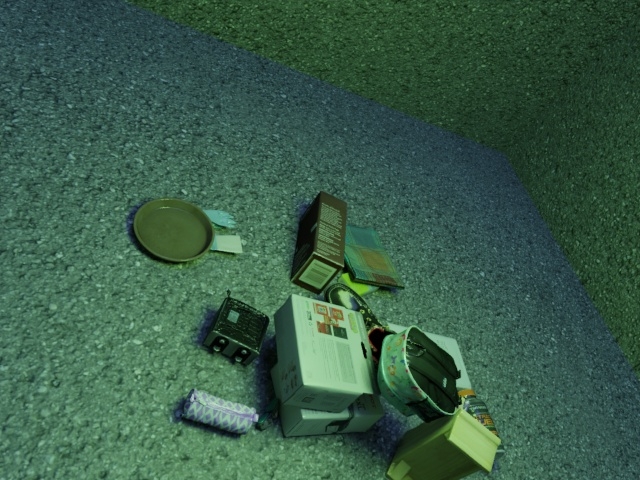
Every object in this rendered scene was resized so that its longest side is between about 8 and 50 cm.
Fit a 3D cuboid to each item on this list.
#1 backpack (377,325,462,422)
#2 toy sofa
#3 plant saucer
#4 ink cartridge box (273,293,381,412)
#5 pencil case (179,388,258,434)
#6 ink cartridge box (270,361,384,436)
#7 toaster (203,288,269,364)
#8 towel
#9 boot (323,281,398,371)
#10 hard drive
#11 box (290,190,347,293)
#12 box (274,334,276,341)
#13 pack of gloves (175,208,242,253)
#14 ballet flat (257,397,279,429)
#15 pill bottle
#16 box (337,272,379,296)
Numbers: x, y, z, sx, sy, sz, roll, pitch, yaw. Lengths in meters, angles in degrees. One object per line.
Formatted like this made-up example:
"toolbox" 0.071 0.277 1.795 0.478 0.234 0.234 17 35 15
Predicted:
"backpack" 0.276 0.385 1.630 0.253 0.191 0.225 47 37 -28
"toy sofa" 0.372 0.643 1.689 0.150 0.362 0.177 40 42 3
"plant saucer" -0.505 -0.033 1.914 0.277 0.041 0.278 16 47 -18
"ink cartridge box" 0.015 0.346 1.681 0.271 0.130 0.310 17 42 -27
"pencil case" -0.284 0.477 1.551 0.206 0.088 0.086 23 42 -20
"ink cartridge box" 0.020 0.483 1.757 0.307 0.129 0.223 9 44 -32
"toaster" -0.263 0.280 1.753 0.168 0.110 0.186 29 38 -13
"towel" 0.192 0.055 2.367 0.271 0.040 0.370 12 35 -30
"boot" 0.159 0.305 1.897 0.138 0.284 0.377 -32 90 -8
"hard drive" 0.416 0.461 2.172 0.353 0.047 0.233 17 42 -26
"box" 0.000 0.000 2.192 0.143 0.191 0.381 26 38 -15
"box" -0.038 0.333 1.878 0.203 0.114 0.103 2 51 -37
"pack of gloves" -0.413 -0.028 2.022 0.232 0.046 0.195 4 52 -26
"ballet flat" -0.151 0.523 1.659 0.041 0.041 0.114 40 37 3
"pill bottle" 0.558 0.668 2.005 0.130 0.130 0.246 11 44 -31
"box" 0.163 0.173 2.267 0.178 0.042 0.109 -14 60 -47
